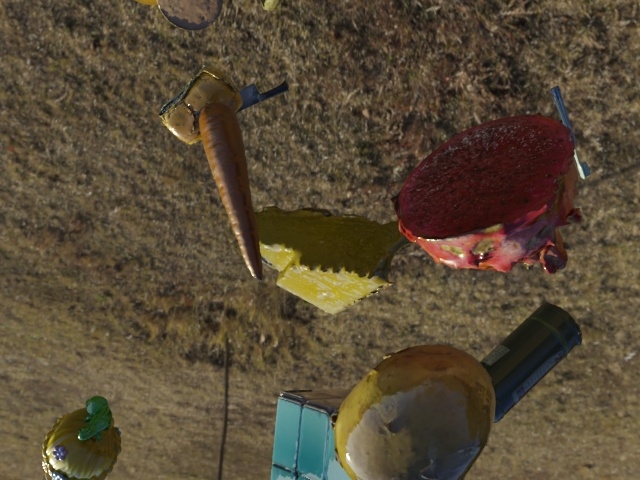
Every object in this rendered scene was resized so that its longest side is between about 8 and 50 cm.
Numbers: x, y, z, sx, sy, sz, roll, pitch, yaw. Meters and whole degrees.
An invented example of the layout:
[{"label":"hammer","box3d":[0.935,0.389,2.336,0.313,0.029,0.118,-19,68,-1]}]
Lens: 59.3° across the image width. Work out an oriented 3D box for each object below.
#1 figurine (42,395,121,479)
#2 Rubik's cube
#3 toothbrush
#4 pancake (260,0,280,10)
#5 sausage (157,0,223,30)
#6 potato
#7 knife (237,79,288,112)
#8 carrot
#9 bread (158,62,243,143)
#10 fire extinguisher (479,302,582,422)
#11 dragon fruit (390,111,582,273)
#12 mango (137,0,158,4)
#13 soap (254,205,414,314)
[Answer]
[{"label":"figurine","box3d":[-0.311,0.278,0.714,0.094,0.115,0.156,33,118,-10]},{"label":"Rubik's cube","box3d":[0.063,0.406,1.031,0.221,0.231,0.224,12,170,-43]},{"label":"toothbrush","box3d":[0.508,-0.216,1.138,0.019,0.016,0.219,-30,116,6]},{"label":"pancake","box3d":[-0.088,-0.696,1.426,0.050,0.242,0.242,18,135,-21]},{"label":"sausage","box3d":[-0.266,-0.516,1.112,0.123,0.253,0.123,-9,131,-10]},{"label":"potato","box3d":[0.086,0.177,0.538,0.137,0.137,0.176,14,131,-18]},{"label":"knife","box3d":[-0.201,-0.408,1.600,0.230,0.028,0.060,-25,107,1]},{"label":"carrot","box3d":[-0.097,-0.057,0.643,0.048,0.216,0.048,-15,174,-1]},{"label":"bread","box3d":[-0.159,-0.180,0.756,0.106,0.053,0.072,-36,120,15]},{"label":"fire extinguisher","box3d":[0.310,0.232,0.947,0.294,0.093,0.118,-38,161,-15]},{"label":"dragon fruit","box3d":[0.145,-0.016,0.465,0.153,0.153,0.111,-23,120,22]},{"label":"mango","box3d":[-0.410,-0.714,1.325,0.221,0.378,0.264,-25,101,-17]},{"label":"soap","box3d":[0.000,0.000,1.223,0.304,0.169,0.338,31,153,-9]}]
